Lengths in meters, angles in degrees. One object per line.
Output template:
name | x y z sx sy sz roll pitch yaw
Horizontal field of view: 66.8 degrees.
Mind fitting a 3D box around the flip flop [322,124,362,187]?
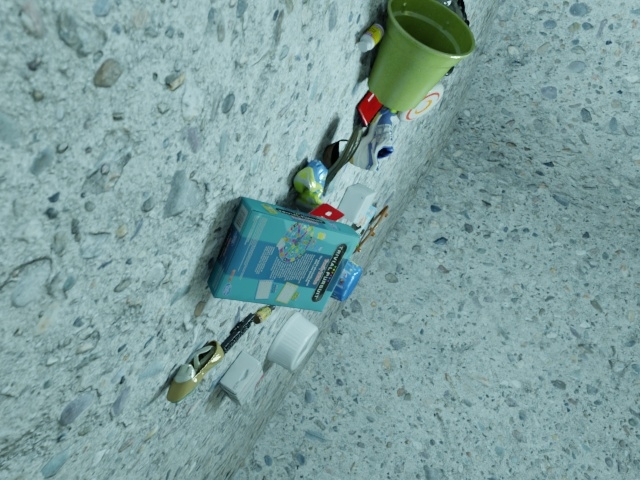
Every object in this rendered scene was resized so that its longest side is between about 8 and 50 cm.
flip flop | 0.038 -0.255 1.541 0.277 0.080 0.112 -50 178 32

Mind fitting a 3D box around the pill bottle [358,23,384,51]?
pill bottle | 0.136 -0.549 1.320 0.083 0.043 0.043 -54 165 -26

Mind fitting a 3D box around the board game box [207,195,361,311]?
board game box | -0.093 0.048 1.277 0.336 0.079 0.254 13 112 -35

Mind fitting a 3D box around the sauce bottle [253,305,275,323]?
sauce bottle | -0.208 0.269 1.808 0.128 0.042 0.042 -38 155 -62

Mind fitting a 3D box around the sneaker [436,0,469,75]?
sneaker | 0.434 -0.750 1.632 0.185 0.202 0.483 -56 166 -16

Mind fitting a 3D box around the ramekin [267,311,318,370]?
ramekin | -0.128 0.499 2.372 0.277 0.135 0.277 -55 165 -22

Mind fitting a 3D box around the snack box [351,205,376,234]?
snack box | 0.180 -0.020 2.544 0.322 0.060 0.187 -54 167 -22

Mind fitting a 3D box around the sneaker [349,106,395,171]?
sneaker | 0.231 -0.377 1.839 0.296 0.131 0.112 -57 164 -18

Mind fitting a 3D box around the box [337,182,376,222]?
box | 0.156 -0.165 2.094 0.130 0.091 0.170 -64 166 20

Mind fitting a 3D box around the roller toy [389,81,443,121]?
roller toy | 0.332 -0.540 1.753 0.191 0.146 0.209 -37 166 23

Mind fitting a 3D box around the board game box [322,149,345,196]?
board game box | 0.051 -0.236 1.704 0.103 0.026 0.154 -38 154 -57

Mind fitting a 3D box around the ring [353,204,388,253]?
ring | 0.282 -0.054 2.703 0.337 0.032 0.336 -52 -178 2

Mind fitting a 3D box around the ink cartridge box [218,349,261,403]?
ink cartridge box | -0.309 0.548 1.919 0.159 0.092 0.218 -53 167 -26

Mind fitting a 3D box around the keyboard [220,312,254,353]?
keyboard | -0.288 0.324 1.674 0.180 0.023 0.108 -48 162 -43

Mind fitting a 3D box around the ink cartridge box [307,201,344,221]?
ink cartridge box | -0.027 0.022 1.544 0.271 0.130 0.309 -36 169 10

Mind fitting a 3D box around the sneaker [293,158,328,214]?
sneaker | -0.015 -0.160 1.497 0.126 0.091 0.240 -57 166 -20

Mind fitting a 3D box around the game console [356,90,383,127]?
game console | 0.155 -0.452 1.660 0.144 0.085 0.124 -55 134 -23

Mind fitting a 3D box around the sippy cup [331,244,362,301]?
sippy cup | 0.044 0.133 2.036 0.306 0.224 0.240 -65 166 19

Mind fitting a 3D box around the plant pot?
plant pot | 0.269 -0.537 1.444 0.276 0.276 0.254 -48 175 -39

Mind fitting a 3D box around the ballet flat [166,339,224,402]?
ballet flat | -0.371 0.373 1.418 0.232 0.080 0.073 -44 132 -55
